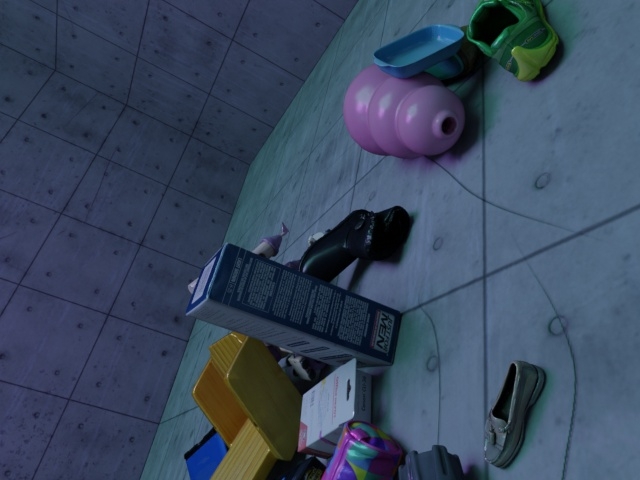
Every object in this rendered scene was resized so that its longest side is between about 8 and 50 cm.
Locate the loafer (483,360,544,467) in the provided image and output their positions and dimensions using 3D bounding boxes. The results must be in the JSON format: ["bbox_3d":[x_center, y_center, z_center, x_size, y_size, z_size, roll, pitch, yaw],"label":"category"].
[{"bbox_3d":[0.213,0.197,0.532,0.125,0.039,0.045,-66,19,-1],"label":"loafer"}]

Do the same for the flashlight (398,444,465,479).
[{"bbox_3d":[0.137,0.361,0.450,0.103,0.103,0.304,-27,33,20],"label":"flashlight"}]

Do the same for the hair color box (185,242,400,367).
[{"bbox_3d":[-0.049,0.133,0.840,0.174,0.347,0.105,-32,39,59],"label":"hair color box"}]

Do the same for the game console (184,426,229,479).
[{"bbox_3d":[-0.271,0.613,1.364,0.293,0.173,0.250,-50,55,40],"label":"game console"}]

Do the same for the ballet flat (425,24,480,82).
[{"bbox_3d":[0.261,-0.425,1.085,0.124,0.116,0.342,-48,17,-10],"label":"ballet flat"}]

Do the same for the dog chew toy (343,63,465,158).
[{"bbox_3d":[0.179,-0.266,0.968,0.207,0.206,0.332,-62,27,11],"label":"dog chew toy"}]

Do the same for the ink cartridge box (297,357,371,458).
[{"bbox_3d":[0.035,0.308,0.839,0.198,0.067,0.115,-50,24,42],"label":"ink cartridge box"}]

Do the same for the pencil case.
[{"bbox_3d":[0.036,0.393,0.684,0.237,0.104,0.104,-66,18,-4],"label":"pencil case"}]

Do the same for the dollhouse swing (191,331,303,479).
[{"bbox_3d":[-0.239,0.433,1.048,0.305,0.315,0.347,-36,-1,-33],"label":"dollhouse swing"}]

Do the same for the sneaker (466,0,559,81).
[{"bbox_3d":[0.325,-0.393,0.818,0.109,0.123,0.296,-52,22,36],"label":"sneaker"}]

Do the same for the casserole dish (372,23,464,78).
[{"bbox_3d":[0.192,-0.369,0.904,0.188,0.037,0.114,-29,43,-11],"label":"casserole dish"}]

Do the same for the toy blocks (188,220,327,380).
[{"bbox_3d":[-0.098,0.137,1.130,0.308,0.289,0.260,-8,27,49],"label":"toy blocks"}]

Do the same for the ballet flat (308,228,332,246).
[{"bbox_3d":[0.000,0.000,1.318,0.188,0.070,0.070,-24,45,64],"label":"ballet flat"}]

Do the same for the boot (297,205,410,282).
[{"bbox_3d":[0.065,0.020,1.000,0.246,0.094,0.207,-45,14,-11],"label":"boot"}]

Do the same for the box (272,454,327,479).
[{"bbox_3d":[-0.086,0.505,0.811,0.175,0.051,0.220,-51,-4,40],"label":"box"}]
